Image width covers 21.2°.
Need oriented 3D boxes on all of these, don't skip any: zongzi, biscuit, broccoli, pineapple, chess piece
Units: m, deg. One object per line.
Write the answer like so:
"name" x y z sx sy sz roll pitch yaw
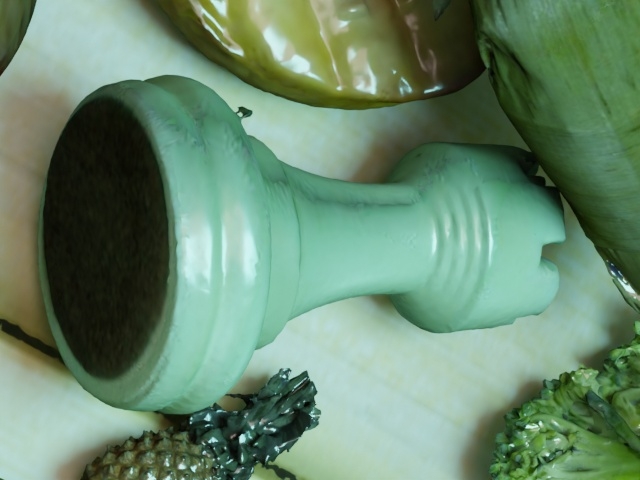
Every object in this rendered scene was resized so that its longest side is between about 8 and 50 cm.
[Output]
"zongzi" 0.203 -0.182 1.062 0.323 0.160 0.360 56 36 -43
"biscuit" 0.014 -0.226 1.084 0.296 0.102 0.296 1 87 -22
"broccoli" 0.245 0.128 1.041 0.221 0.361 0.252 -38 64 -14
"pineapple" -0.067 0.130 1.046 0.159 0.074 0.074 -28 98 -26
"chess piece" 0.000 0.000 1.032 0.299 0.194 0.195 -2 88 -33

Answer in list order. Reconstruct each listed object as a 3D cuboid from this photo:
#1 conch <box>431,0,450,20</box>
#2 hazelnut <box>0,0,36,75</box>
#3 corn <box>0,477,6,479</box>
"conch" 0.080 -0.216 1.035 0.065 0.088 0.180 45 54 -62
"hazelnut" -0.305 -0.227 0.817 0.359 0.359 0.410 -8 82 -24
"corn" -0.262 0.148 0.939 0.305 0.106 0.106 28 76 -23
